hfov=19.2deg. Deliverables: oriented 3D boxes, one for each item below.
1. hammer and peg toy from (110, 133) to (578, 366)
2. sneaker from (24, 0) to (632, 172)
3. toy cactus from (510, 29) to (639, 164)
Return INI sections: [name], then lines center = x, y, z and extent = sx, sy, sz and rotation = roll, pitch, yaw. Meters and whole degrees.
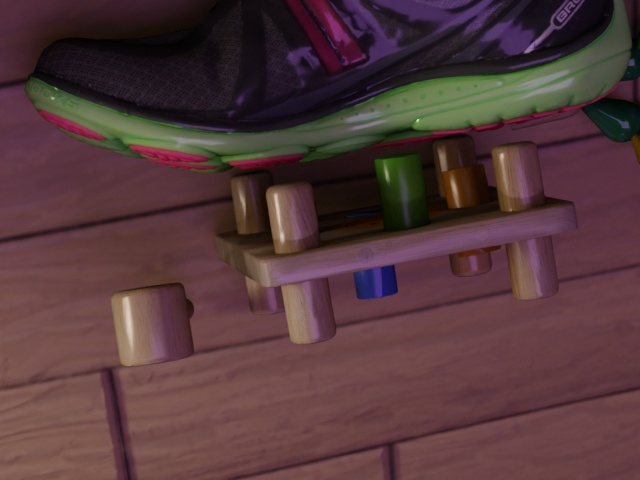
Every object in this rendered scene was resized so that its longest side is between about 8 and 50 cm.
[hammer and peg toy]
center = 0.000, 0.000, 1.546
extent = 0.361, 0.266, 0.127
rotation = -10, 97, -10
[sneaker]
center = 0.002, -0.168, 1.522
extent = 0.483, 0.185, 0.202
rotation = -10, 90, -8
[toy cactus]
center = 0.245, -0.137, 1.630
extent = 0.180, 0.112, 0.219
rotation = -23, 129, 8
